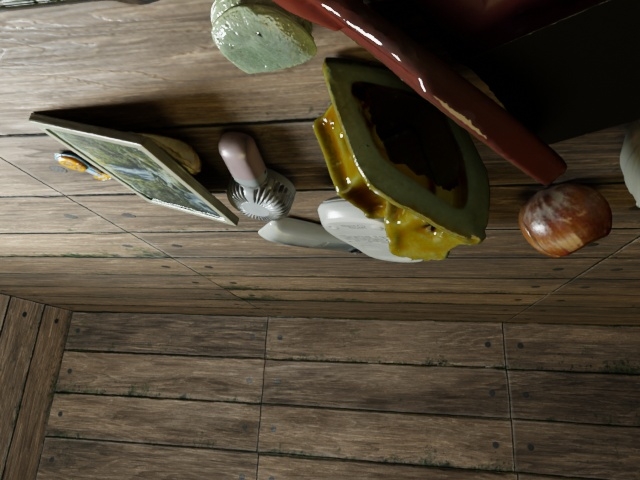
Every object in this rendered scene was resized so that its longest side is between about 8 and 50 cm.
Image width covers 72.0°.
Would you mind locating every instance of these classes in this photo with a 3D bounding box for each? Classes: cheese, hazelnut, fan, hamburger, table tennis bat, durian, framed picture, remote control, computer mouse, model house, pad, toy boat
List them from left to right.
[{"bbox_3d":[-0.459,-0.142,0.852,0.047,0.017,0.111,-4,161,28],"label":"cheese"},{"bbox_3d":[-0.314,-0.116,0.801,0.241,0.020,0.324,15,166,18],"label":"framed picture"},{"bbox_3d":[-0.257,-0.143,0.733,0.130,0.066,0.052,30,116,-5],"label":"durian"},{"bbox_3d":[-0.122,-0.114,0.808,0.130,0.074,0.244,11,158,11],"label":"fan"},{"bbox_3d":[-0.071,-0.229,0.478,0.121,0.054,0.084,0,164,33],"label":"hamburger"},{"bbox_3d":[0.000,0.000,1.145,0.313,0.055,0.109,11,160,-24],"label":"remote control"},{"bbox_3d":[0.128,-0.043,0.890,0.184,0.121,0.297,4,162,39],"label":"computer mouse"},{"bbox_3d":[0.092,-0.087,0.632,0.174,0.267,0.239,-13,168,-17],"label":"model house"},{"bbox_3d":[0.069,-0.163,0.382,0.415,0.268,0.051,19,119,-37],"label":"table tennis bat"},{"bbox_3d":[0.464,-0.044,0.844,0.143,0.143,0.154,12,152,-25],"label":"hazelnut"},{"bbox_3d":[0.246,-0.137,0.379,0.164,0.004,0.243,-13,167,36],"label":"pad"},{"bbox_3d":[0.523,-0.100,0.647,0.141,0.140,0.269,-7,157,27],"label":"toy boat"}]

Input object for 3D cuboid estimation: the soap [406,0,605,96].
[{"bbox_3d":[0.172,-0.233,0.312,0.220,0.127,0.325,-14,154,37],"label":"soap"}]
